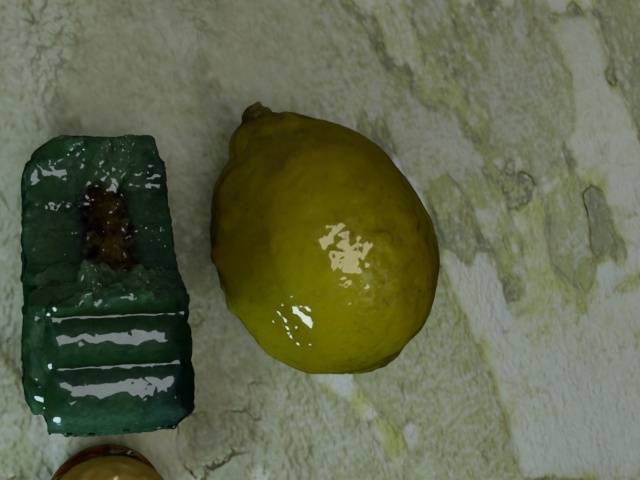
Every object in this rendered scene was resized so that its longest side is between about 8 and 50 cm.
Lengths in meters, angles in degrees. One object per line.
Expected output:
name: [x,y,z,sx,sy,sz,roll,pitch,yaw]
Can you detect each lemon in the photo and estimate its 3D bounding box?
lemon: [0.004,0.007,1.197,0.285,0.285,0.316,-25,133,-15]

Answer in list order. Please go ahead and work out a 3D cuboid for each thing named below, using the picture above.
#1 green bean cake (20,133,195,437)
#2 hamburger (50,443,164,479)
green bean cake: [-0.246,0.037,1.100,0.169,0.300,0.308,-1,95,-18]
hamburger: [-0.258,0.329,1.214,0.162,0.115,0.162,-1,95,-16]
